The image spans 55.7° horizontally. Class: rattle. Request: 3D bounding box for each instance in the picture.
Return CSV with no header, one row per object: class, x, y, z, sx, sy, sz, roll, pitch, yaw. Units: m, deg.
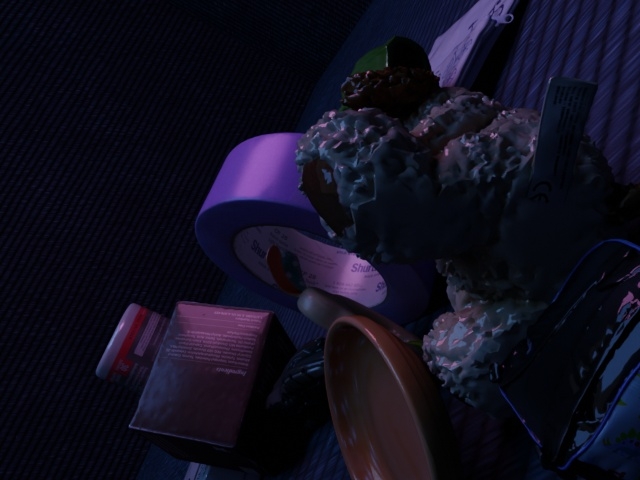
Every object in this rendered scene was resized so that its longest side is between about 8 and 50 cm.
rattle,0.005,0.112,0.619,0.142,0.200,0.130,-59,12,21

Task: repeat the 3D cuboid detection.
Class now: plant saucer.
plant saucer,0.057,0.155,0.489,0.200,0.037,0.199,167,90,-71

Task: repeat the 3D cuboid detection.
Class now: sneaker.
sneaker,-0.003,0.167,0.788,0.267,0.101,0.106,-45,19,56

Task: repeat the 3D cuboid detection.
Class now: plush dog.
plush dog,0.122,-0.040,0.452,0.211,0.262,0.225,-33,26,11

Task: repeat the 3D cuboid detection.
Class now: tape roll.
tape roll,0.000,0.000,0.698,0.275,0.275,0.090,-43,23,60

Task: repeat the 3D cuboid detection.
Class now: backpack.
backpack,0.163,0.063,0.322,0.105,0.084,0.114,-100,34,-72

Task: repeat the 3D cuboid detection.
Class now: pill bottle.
pill bottle,-0.313,0.280,1.349,0.176,0.319,0.176,-60,12,21

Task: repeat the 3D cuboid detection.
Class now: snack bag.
snack bag,0.190,-0.269,0.956,0.342,0.037,0.323,-59,10,-15

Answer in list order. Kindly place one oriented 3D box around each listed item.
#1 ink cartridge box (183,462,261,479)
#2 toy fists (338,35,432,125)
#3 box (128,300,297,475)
ink cartridge box,-0.161,0.374,1.054,0.208,0.087,0.153,-46,20,56
toy fists,0.092,-0.116,0.794,0.142,0.096,0.279,-17,80,57
box,-0.148,0.222,0.919,0.168,0.167,0.203,70,-150,-53
